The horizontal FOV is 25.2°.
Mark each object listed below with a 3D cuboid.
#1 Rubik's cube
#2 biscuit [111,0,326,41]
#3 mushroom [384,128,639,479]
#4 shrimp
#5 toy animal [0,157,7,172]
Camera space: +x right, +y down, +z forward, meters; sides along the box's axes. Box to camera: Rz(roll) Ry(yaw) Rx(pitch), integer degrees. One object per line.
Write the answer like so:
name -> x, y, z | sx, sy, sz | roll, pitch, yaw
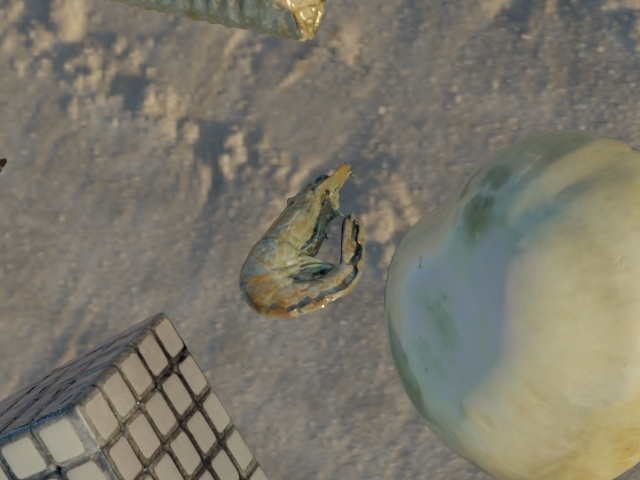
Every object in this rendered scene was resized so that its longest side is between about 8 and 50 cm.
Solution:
Rubik's cube -> -0.217, 0.244, 1.371 | 0.237, 0.237, 0.238 | -27, 98, 24
biscuit -> -0.104, -0.222, 1.265 | 0.219, 0.055, 0.061 | 13, 134, 7
mushroom -> 0.181, 0.047, 1.005 | 0.260, 0.234, 0.254 | 21, 111, 50
shrimp -> 0.000, 0.000, 1.495 | 0.126, 0.223, 0.047 | 12, 140, 25
toy animal -> -0.541, -0.121, 2.055 | 0.255, 0.176, 0.239 | -3, 115, 23
